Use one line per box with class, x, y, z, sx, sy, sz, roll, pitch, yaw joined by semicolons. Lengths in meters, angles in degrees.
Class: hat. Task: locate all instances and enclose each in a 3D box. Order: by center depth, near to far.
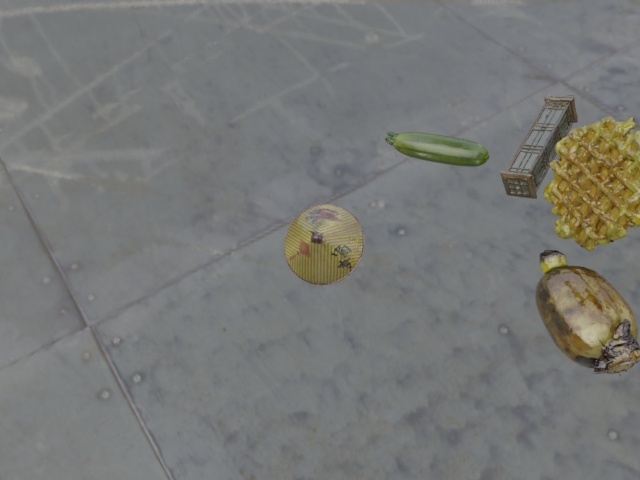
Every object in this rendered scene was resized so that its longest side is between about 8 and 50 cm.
hat;0.000;0.000;1.565;0.192;0.082;0.193;-3;76;12

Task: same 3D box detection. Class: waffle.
waffle;0.636;-0.128;1.608;0.068;0.325;0.302;5;79;-19

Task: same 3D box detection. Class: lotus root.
lotus root;0.523;0.144;1.385;0.169;0.141;0.314;4;44;-25

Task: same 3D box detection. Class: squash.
squash;0.270;-0.217;1.639;0.252;0.066;0.066;11;50;15

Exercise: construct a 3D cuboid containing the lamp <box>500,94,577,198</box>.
lamp;0.593;-0.258;1.872;0.089;0.090;0.325;11;54;38
